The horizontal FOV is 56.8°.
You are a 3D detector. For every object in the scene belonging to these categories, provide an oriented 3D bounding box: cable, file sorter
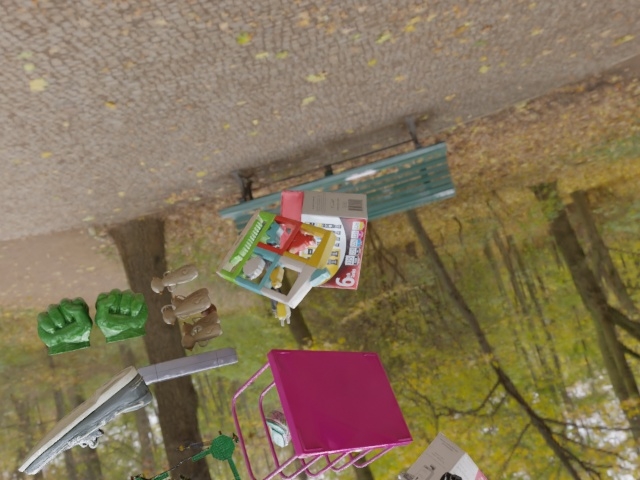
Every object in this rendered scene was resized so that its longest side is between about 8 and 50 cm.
[{"bbox_3d":[-0.158,0.174,2.251,0.072,0.287,0.139,-4,-164,8],"label":"cable"},{"bbox_3d":[-0.004,0.356,1.191,0.290,0.202,0.182,11,135,-41],"label":"file sorter"}]

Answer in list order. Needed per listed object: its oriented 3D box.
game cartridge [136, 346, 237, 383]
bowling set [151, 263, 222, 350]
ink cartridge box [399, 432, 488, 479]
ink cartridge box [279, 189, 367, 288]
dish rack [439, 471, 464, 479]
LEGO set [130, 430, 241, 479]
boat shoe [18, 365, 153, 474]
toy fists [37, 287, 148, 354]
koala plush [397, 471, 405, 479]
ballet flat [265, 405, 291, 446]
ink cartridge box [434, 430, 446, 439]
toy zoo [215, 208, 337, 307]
[{"bbox_3d":[-0.404,0.378,1.776,0.297,0.062,0.198,-10,165,-19],"label":"game cartridge"},{"bbox_3d":[-0.413,0.239,1.894,0.154,0.287,0.200,-23,153,-8],"label":"bowling set"},{"bbox_3d":[0.338,0.748,1.736,0.283,0.207,0.117,-45,-149,-13],"label":"ink cartridge box"},{"bbox_3d":[0.000,0.000,1.908,0.271,0.130,0.309,3,131,-1],"label":"ink cartridge box"},{"bbox_3d":[0.367,0.693,1.408,0.208,0.271,0.074,-64,-175,-38],"label":"dish rack"},{"bbox_3d":[-0.320,0.643,1.495,0.331,0.255,0.192,-31,169,-19],"label":"LEGO set"},{"bbox_3d":[-0.525,0.425,1.339,0.319,0.099,0.116,-40,-167,-14],"label":"boat shoe"},{"bbox_3d":[-0.605,0.209,1.578,0.279,0.142,0.096,-11,177,-14],"label":"toy fists"},{"bbox_3d":[0.387,0.930,2.166,0.196,0.203,0.221,13,-175,-6],"label":"koala plush"},{"bbox_3d":[-0.107,0.509,1.651,0.079,0.076,0.221,-55,158,-28],"label":"ballet flat"},{"bbox_3d":[0.374,0.644,1.844,0.083,0.048,0.028,-54,-157,-23],"label":"ink cartridge box"},{"bbox_3d":[-0.089,0.039,1.355,0.293,0.192,0.030,17,158,38],"label":"toy zoo"}]
